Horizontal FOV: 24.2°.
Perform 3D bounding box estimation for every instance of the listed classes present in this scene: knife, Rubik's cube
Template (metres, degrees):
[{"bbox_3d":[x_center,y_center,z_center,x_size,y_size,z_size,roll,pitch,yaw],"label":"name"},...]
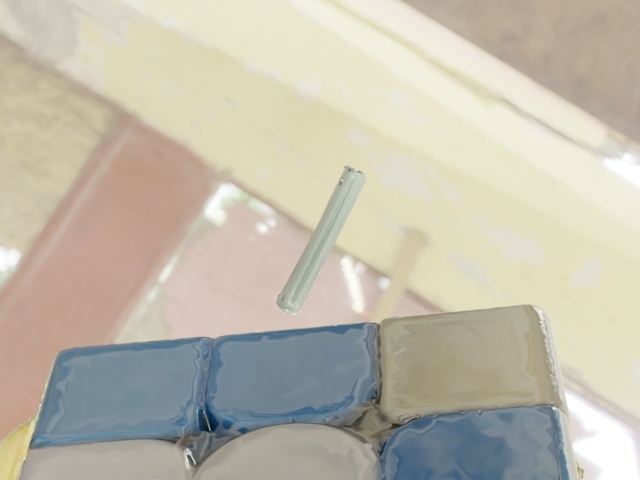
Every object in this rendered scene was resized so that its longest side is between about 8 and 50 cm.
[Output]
[{"bbox_3d":[0.000,0.000,1.490,0.162,0.023,0.044,-63,-166,9],"label":"knife"},{"bbox_3d":[0.001,0.280,0.937,0.347,0.346,0.344,-89,173,-58],"label":"Rubik's cube"}]

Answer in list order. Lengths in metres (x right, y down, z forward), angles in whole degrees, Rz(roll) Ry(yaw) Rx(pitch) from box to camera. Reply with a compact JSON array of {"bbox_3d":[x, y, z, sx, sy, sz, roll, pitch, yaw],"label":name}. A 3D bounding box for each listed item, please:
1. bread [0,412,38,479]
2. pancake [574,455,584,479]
[{"bbox_3d":[-0.285,0.209,1.559,0.167,0.163,0.264,-26,138,-39],"label":"bread"},{"bbox_3d":[0.116,0.253,1.396,0.257,0.212,0.056,-49,147,-25],"label":"pancake"}]
